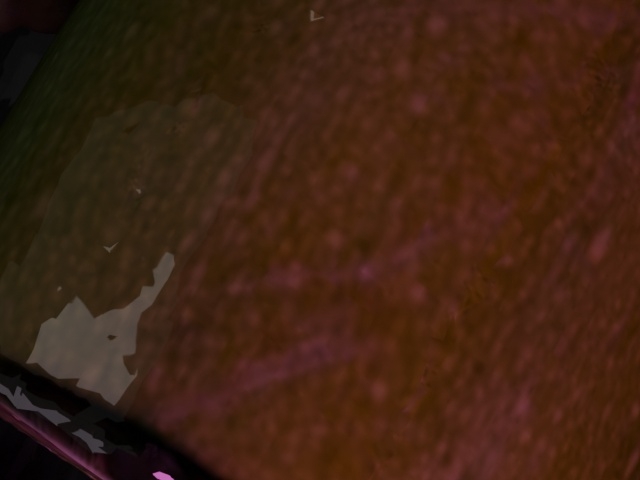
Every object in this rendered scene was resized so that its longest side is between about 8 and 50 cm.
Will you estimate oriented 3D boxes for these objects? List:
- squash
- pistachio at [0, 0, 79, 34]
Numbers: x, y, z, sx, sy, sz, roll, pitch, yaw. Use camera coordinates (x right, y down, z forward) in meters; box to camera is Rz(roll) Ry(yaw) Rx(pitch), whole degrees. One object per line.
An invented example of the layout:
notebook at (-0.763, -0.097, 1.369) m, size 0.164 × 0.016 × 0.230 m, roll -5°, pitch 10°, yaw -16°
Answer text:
squash at (0.047, -0.054, 0.560) m, size 0.263 × 0.263 × 0.384 m, roll 0°, pitch 56°, yaw 59°
pistachio at (-0.209, -0.377, 1.378) m, size 0.365 × 0.281 × 0.446 m, roll 59°, pitch 137°, yaw 45°
